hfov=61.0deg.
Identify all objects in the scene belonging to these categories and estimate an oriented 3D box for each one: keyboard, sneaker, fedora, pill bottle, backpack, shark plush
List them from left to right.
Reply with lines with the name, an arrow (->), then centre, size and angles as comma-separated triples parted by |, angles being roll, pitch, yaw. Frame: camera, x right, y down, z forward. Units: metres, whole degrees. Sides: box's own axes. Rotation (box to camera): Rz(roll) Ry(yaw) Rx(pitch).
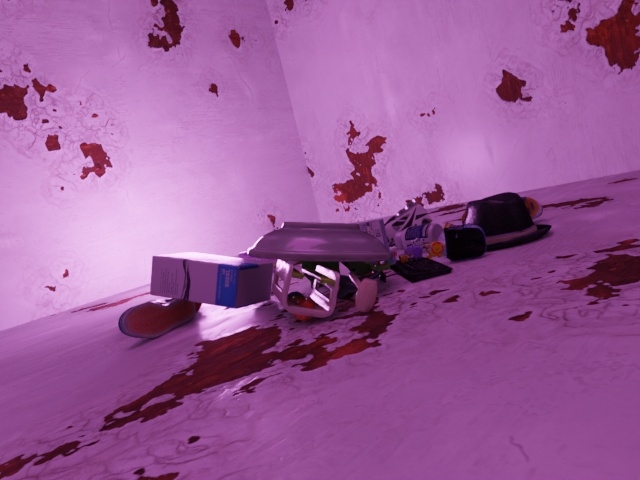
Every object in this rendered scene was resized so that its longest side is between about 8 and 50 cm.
sneaker -> -0.510, 0.235, 1.632 | 0.121, 0.108, 0.302 | -13, -3, 23
shark plush -> 0.093, 0.111, 1.514 | 0.161, 0.067, 0.073 | -13, 5, 11
sneaker -> 0.332, -0.030, 2.210 | 0.331, 0.146, 0.122 | -41, -13, -23
keyboard -> 0.252, 0.084, 1.604 | 0.202, 0.033, 0.317 | -14, 4, -3
pill bottle -> 0.357, -0.008, 1.972 | 0.170, 0.094, 0.094 | -9, 7, 44
backpack -> 0.428, 0.002, 1.600 | 0.115, 0.104, 0.084 | -7, 8, 19
fedora -> 0.566, -0.070, 1.754 | 0.334, 0.152, 0.334 | -13, 5, 1
sneaker -> 0.687, -0.086, 2.048 | 0.297, 0.111, 0.131 | -8, -10, 39

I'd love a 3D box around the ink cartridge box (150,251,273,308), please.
ink cartridge box -> -0.334, 0.116, 1.684 | 0.308, 0.128, 0.223 | 6, 4, 22

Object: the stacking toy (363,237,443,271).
stacking toy -> 0.242, 0.041, 1.639 | 0.221, 0.052, 0.167 | -14, 5, -5

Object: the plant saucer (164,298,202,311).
plant saucer -> -0.541, 0.243, 1.917 | 0.259, 0.047, 0.258 | -16, 5, -16

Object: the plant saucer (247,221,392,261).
plant saucer -> 0.000, 0.000, 1.507 | 0.401, 0.100, 0.400 | 2, 2, 0

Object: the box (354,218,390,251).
box -> 0.167, 0.004, 2.076 | 0.186, 0.145, 0.038 | -11, 3, 34

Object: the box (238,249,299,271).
box -> -0.222, 0.074, 2.537 | 0.214, 0.117, 0.243 | -12, 5, 23

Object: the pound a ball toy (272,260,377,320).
pound a ball toy -> -0.004, 0.134, 1.362 | 0.208, 0.135, 0.319 | 11, 0, -11

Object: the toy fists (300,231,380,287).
toy fists -> 0.066, 0.055, 1.797 | 0.279, 0.142, 0.096 | -15, 5, -17

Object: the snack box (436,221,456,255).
snack box -> 0.413, -0.004, 1.758 | 0.037, 0.100, 0.141 | 24, 6, 0
